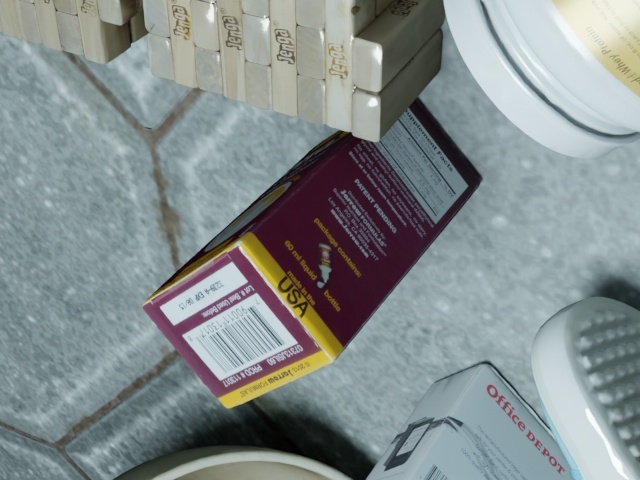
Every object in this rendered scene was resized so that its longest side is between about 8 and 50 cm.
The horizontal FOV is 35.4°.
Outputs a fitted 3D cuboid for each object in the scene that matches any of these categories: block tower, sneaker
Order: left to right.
[{"bbox_3d":[-0.095,-0.159,0.606,0.335,0.097,0.091,18,131,21],"label":"block tower"},{"bbox_3d":[0.215,0.203,0.635,0.150,0.135,0.366,-27,104,41],"label":"sneaker"}]

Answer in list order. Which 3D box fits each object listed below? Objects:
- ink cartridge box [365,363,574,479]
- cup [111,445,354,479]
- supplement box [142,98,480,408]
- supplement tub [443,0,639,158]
[{"bbox_3d":[0.097,0.176,0.687,0.109,0.150,0.063,48,140,-6],"label":"ink cartridge box"},{"bbox_3d":[-0.113,0.322,0.864,0.331,0.331,0.237,58,159,-16],"label":"cup"},{"bbox_3d":[0.000,0.000,0.590,0.104,0.188,0.081,-30,102,45],"label":"supplement box"},{"bbox_3d":[0.160,-0.132,0.407,0.144,0.144,0.200,48,136,-6],"label":"supplement tub"}]
